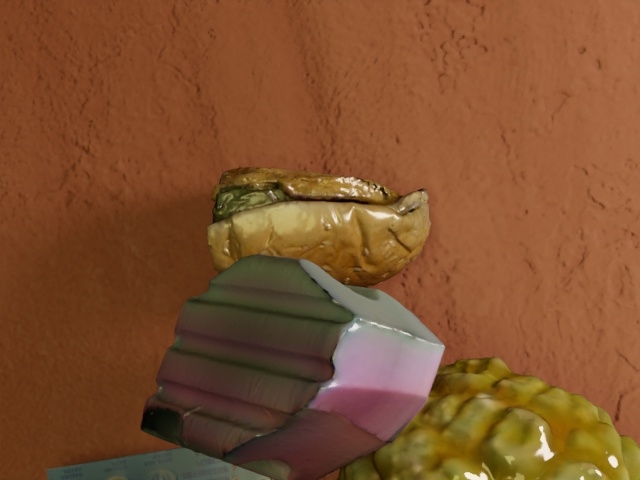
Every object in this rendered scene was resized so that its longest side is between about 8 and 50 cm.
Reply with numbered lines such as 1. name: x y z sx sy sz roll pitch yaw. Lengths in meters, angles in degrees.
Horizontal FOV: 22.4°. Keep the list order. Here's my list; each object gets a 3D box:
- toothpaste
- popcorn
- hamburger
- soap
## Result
1. toothpaste: -0.142 0.243 1.645 0.272 0.053 0.066 -11 78 13
2. popcorn: 0.175 0.258 1.447 0.336 0.274 0.279 13 115 8
3. hamburger: 0.000 0.000 1.585 0.208 0.155 0.135 3 88 9
4. soap: -0.030 0.117 1.460 0.109 0.324 0.192 24 80 -27
